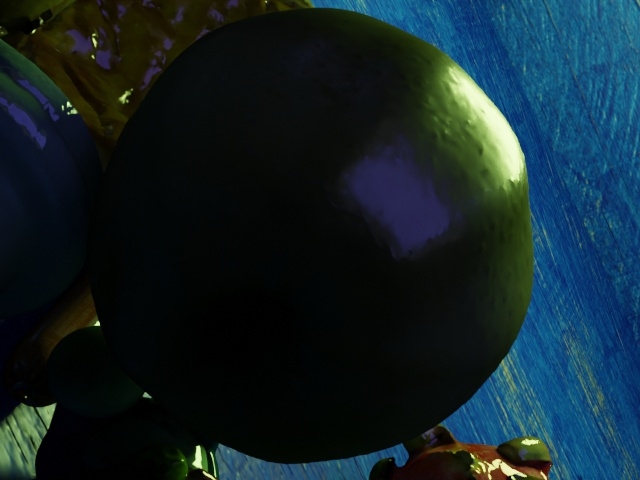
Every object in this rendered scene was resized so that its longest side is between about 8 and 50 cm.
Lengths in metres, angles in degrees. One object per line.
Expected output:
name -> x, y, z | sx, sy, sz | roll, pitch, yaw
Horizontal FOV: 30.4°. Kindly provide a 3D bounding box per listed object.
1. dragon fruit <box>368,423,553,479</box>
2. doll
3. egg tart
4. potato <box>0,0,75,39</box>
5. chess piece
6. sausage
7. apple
dragon fruit -> 0.161, 0.325, 1.172 | 0.227, 0.243, 0.307 | -118, -150, -56
doll -> -0.100, 0.217, 0.719 | 0.199, 0.186, 0.321 | 14, 37, -20
egg tart -> -0.102, -0.106, 0.964 | 0.129, 0.341, 0.341 | 103, -9, -45
potato -> -0.193, -0.260, 0.880 | 0.140, 0.173, 0.300 | 42, 67, -14
chess piece -> -0.251, 0.032, 0.594 | 0.194, 0.195, 0.299 | 55, 35, -25
sausage -> -0.158, 0.033, 0.927 | 0.053, 0.053, 0.348 | 60, 25, -16
apple -> 0.000, 0.000, 0.699 | 0.279, 0.279, 0.279 | 47, 30, -38
